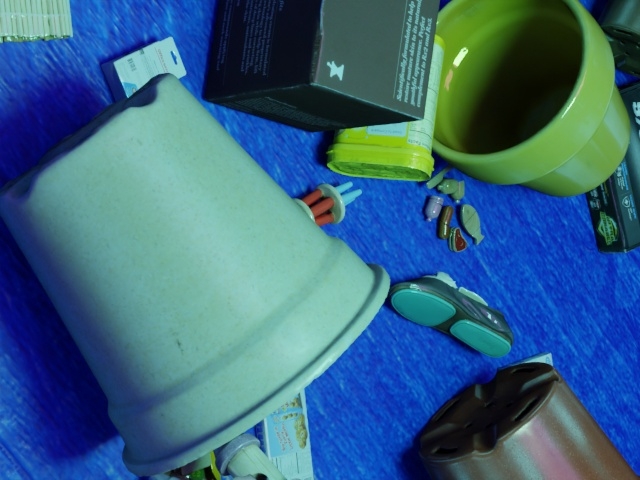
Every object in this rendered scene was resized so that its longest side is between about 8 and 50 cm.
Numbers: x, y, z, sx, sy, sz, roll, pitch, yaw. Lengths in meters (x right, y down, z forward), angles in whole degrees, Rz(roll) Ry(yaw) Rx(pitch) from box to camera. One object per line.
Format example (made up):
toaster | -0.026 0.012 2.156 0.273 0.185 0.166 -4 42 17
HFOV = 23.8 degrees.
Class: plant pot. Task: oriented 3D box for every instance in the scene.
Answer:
plant pot | 0.472 -0.325 2.127 0.167 0.167 0.165 40 73 -31
plant pot | 0.270 -0.170 1.914 0.239 0.254 0.254 33 68 -51
plant pot | 0.272 0.313 1.894 0.272 0.272 0.265 -41 105 -32
plant pot | -0.150 0.012 1.531 0.334 0.334 0.305 -43 104 -31

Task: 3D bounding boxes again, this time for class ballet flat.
ballet flat | 0.164 0.083 1.924 0.203 0.074 0.074 28 72 -29

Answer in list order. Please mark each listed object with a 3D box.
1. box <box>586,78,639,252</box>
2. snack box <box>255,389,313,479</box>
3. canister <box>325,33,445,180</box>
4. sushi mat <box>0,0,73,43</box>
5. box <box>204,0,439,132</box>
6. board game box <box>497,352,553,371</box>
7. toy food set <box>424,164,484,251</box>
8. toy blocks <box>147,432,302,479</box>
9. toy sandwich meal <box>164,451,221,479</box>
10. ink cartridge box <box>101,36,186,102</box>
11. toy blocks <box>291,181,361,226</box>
box | 0.446 -0.110 2.161 0.175 0.051 0.220 -21 102 -37
snack box | -0.045 0.218 1.774 0.064 0.022 0.178 -9 95 -38
canister | 0.082 -0.164 1.822 0.073 0.126 0.170 38 59 -70
sushi mat | -0.335 -0.361 1.554 0.151 0.019 0.317 -7 94 -40
box | 0.001 -0.224 1.706 0.167 0.203 0.168 15 81 -38
board game box | 0.281 0.205 2.039 0.090 0.020 0.090 -13 97 -38
toy food set | 0.166 -0.036 1.954 0.078 0.019 0.122 -38 120 -33
toy blocks | -0.105 0.349 1.617 0.289 0.260 0.309 -54 153 11
toy sandwich meal | -0.141 0.249 1.690 0.085 0.029 0.086 1 88 -39
ink cartridge box | -0.192 -0.186 1.659 0.083 0.028 0.048 -31 108 -35
toy blocks | 0.000 0.000 1.795 0.148 0.054 0.123 -27 105 -37
